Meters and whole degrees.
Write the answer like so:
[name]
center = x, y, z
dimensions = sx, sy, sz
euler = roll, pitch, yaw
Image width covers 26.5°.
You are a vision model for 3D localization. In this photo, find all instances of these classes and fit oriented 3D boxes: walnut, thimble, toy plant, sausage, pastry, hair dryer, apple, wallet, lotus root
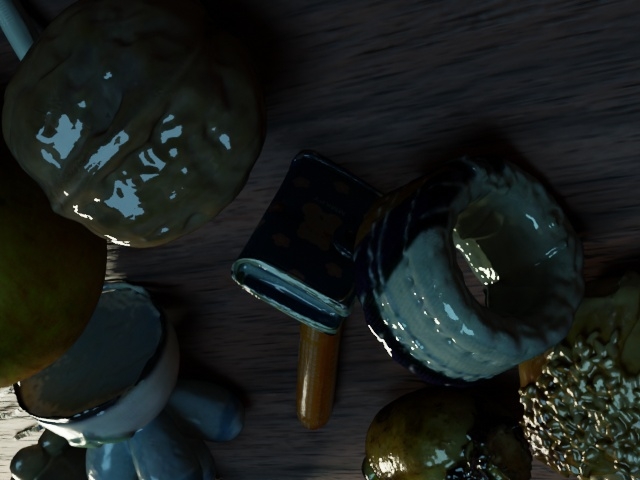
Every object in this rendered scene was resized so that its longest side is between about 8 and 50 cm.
[walnut]
center = -0.191, -0.130, 1.409
dimensions = 0.273, 0.227, 0.273
euler = -11, 127, -15
[thimble]
center = 0.159, 0.031, 1.399
dimensions = 0.237, 0.237, 0.150
euler = 43, 142, -15
[toy plant]
center = -0.245, 0.246, 1.888
dimensions = 0.247, 0.247, 0.332
euler = 1, 139, 31
[sausage]
center = -0.001, 0.137, 1.731
dimensions = 0.053, 0.053, 0.348
euler = 20, 140, 13
[pastry]
center = 0.352, 0.187, 1.464
dimensions = 0.284, 0.184, 0.316
euler = -11, 125, 38
[hair dryer]
center = -0.304, -0.193, 1.548
dimensions = 0.236, 0.131, 0.073
euler = 58, 160, -1
[apple]
center = -0.433, 0.013, 1.638
dimensions = 0.339, 0.340, 0.340
euler = 17, 139, 16
[wallet]
center = 0.000, -0.001, 1.471
dimensions = 0.141, 0.202, 0.059
euler = 31, 130, -3
[lotus root]
center = 0.151, 0.263, 1.704
dimensions = 0.169, 0.141, 0.314
euler = 48, 147, -17

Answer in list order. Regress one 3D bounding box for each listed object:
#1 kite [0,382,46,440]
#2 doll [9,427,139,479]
[kite]
center = -0.457, 0.265, 2.175
dimensions = 0.152, 0.015, 0.285
euler = 45, 138, -17
[doll]
center = -0.307, 0.427, 2.147
dimensions = 0.382, 0.252, 0.378
euler = 37, 172, -4
